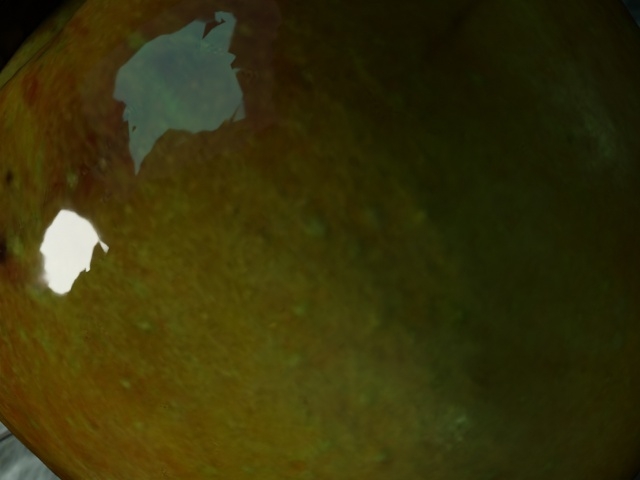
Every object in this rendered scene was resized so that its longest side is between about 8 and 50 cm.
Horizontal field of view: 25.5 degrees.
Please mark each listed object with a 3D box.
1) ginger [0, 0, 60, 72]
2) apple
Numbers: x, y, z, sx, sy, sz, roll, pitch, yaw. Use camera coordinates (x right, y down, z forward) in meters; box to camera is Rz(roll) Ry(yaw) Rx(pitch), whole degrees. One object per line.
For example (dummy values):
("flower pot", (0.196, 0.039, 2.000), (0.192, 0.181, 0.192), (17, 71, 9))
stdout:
("ginger", (-0.215, -0.094, 0.570), (0.418, 0.254, 0.176), (107, 175, -79))
("apple", (0.000, 0.000, 0.433), (0.237, 0.207, 0.237), (-40, 19, 17))
